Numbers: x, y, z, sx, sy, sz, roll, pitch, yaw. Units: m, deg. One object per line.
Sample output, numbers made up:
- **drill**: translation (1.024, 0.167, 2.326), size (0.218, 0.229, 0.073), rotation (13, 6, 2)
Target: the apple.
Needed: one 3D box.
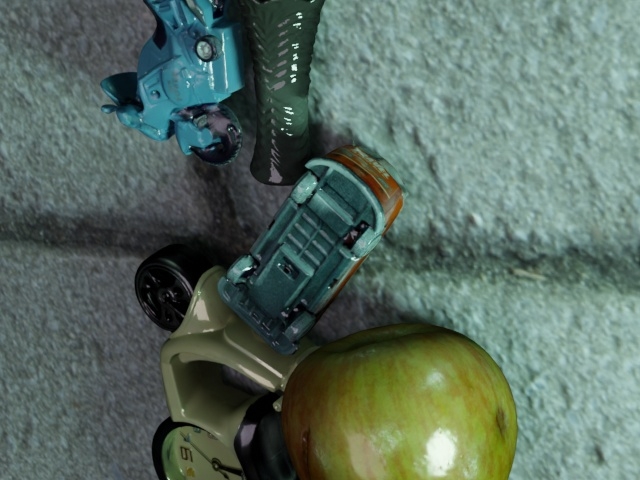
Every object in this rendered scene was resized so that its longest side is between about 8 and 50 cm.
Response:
- **apple**: translation (0.091, 0.218, 2.061), size (0.264, 0.264, 0.264), rotation (15, 120, 28)

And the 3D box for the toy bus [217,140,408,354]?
- **toy bus**: translation (0.000, 0.000, 2.109), size (0.121, 0.120, 0.265), rotation (43, 130, 9)

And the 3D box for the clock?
- **clock**: translation (-0.094, 0.199, 2.285), size (0.276, 0.120, 0.379), rotation (16, 125, 30)

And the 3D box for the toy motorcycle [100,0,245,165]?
- **toy motorcycle**: translation (-0.167, -0.222, 2.117), size (0.182, 0.123, 0.272), rotation (10, 113, 30)

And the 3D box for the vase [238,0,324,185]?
- **vase**: translation (-0.043, -0.179, 2.067), size (0.115, 0.115, 0.237), rotation (18, 125, 26)
